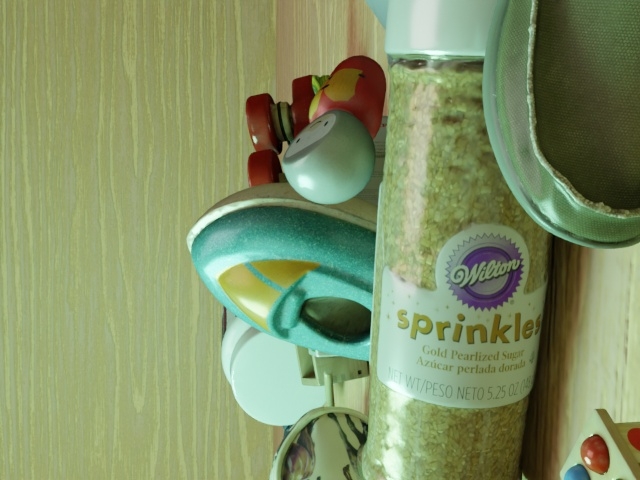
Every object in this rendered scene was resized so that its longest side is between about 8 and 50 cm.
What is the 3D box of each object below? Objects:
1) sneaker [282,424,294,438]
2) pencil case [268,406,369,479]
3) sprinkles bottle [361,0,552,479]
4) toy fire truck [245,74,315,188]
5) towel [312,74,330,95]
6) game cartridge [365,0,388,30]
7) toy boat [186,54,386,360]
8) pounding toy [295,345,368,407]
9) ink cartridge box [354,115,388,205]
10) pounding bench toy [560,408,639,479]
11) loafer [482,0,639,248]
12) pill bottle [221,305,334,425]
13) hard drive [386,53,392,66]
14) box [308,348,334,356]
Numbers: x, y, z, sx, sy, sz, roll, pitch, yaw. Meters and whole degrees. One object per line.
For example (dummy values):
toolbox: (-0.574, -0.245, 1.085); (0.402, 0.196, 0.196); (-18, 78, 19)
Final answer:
sneaker: (-0.053, 0.380, 1.534); (0.226, 0.086, 0.163); (-123, 37, -72)
pencil case: (-0.001, 0.386, 0.945); (0.410, 0.159, 0.184); (104, 153, -58)
sprinkles bottle: (0.096, 0.008, 0.445); (0.121, 0.121, 0.356); (-118, 29, -72)
toy fire truck: (-0.005, -0.103, 1.053); (0.254, 0.169, 0.302); (71, -169, -52)
towel: (-0.005, -0.052, 0.708); (0.102, 0.021, 0.237); (-99, 13, -44)
game cartridge: (0.087, -0.268, 0.482); (0.198, 0.062, 0.297); (56, 164, 17)
toy boat: (0.000, 0.000, 0.583); (0.318, 0.267, 0.148); (99, -173, -45)
pounding toy: (0.029, 0.195, 1.016); (0.181, 0.094, 0.206); (140, 120, -72)
ink cartridge box: (0.056, -0.071, 0.745); (0.063, 0.109, 0.150); (99, 167, -49)
pounding bench toy: (0.149, 0.119, 0.276); (0.083, 0.065, 0.052); (-102, 15, -53)
loafer: (0.132, -0.122, 0.298); (0.087, 0.094, 0.251); (139, 131, -84)
pill bottle: (-0.091, 0.205, 1.339); (0.392, 0.224, 0.224); (-126, 37, -76)
hard drive: (0.102, -0.194, 0.734); (0.094, 0.022, 0.135); (106, 162, -60)
box: (0.035, 0.108, 0.904); (0.087, 0.102, 0.101); (130, 137, -79)
